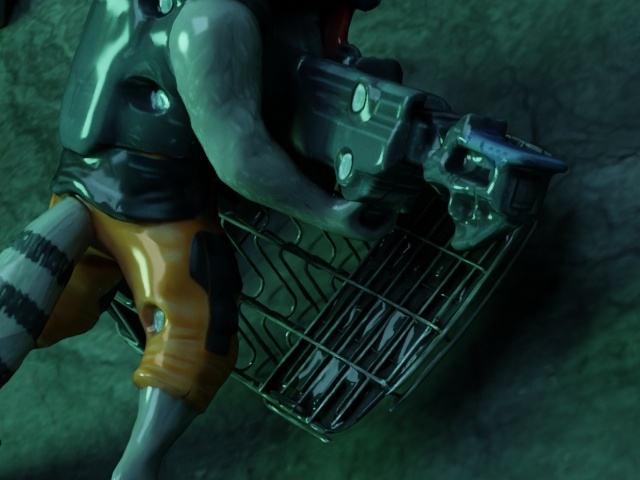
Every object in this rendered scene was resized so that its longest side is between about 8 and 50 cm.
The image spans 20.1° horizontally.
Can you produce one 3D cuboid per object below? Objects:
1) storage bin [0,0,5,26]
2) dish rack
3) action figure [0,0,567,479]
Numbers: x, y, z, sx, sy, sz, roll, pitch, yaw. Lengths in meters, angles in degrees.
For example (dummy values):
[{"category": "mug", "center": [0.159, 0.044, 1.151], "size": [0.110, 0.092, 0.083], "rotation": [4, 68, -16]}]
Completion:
[{"category": "storage bin", "center": [-0.300, -0.200, 1.407], "size": [0.135, 0.098, 0.091], "rotation": [-12, 76, 32]}, {"category": "dish rack", "center": [0.000, 0.000, 0.981], "size": [0.271, 0.074, 0.208], "rotation": [27, 76, 47]}, {"category": "action figure", "center": [-0.058, -0.031, 0.852], "size": [0.341, 0.178, 0.330], "rotation": [12, 82, 57]}]
